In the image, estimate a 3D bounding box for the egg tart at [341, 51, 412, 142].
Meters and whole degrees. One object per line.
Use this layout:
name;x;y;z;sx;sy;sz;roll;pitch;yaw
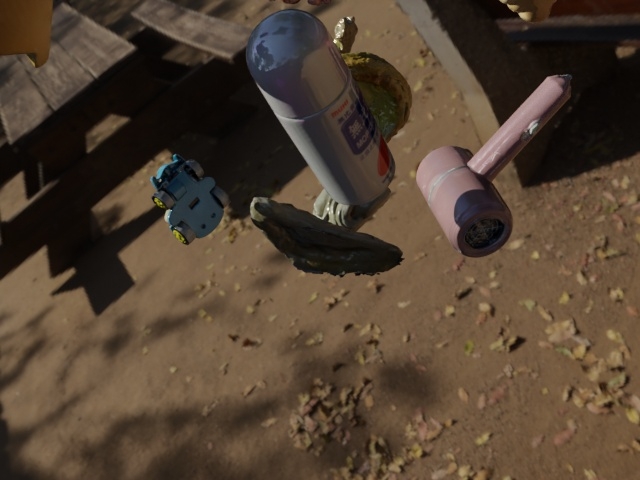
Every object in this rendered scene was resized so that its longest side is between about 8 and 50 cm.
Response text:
egg tart;0.069;-0.326;1.633;0.294;0.294;0.123;-20;47;22

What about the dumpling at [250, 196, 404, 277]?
dumpling;0.002;-0.004;1.466;0.166;0.332;0.086;125;165;-53

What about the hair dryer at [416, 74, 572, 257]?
hair dryer;0.336;-0.155;1.275;0.352;0.125;0.210;-51;33;26

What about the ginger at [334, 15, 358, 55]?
ginger;0.052;-0.481;1.755;0.051;0.173;0.069;31;34;23

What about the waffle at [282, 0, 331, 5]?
waffle;0.000;-0.491;1.149;0.221;0.055;0.234;-6;74;9

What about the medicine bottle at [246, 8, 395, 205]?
medicine bottle;0.002;-0.199;1.062;0.130;0.341;0.130;-14;52;19

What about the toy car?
toy car;-0.266;-0.079;1.328;0.098;0.161;0.126;5;50;50

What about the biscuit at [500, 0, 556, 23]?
biscuit;0.241;-0.372;0.726;0.250;0.160;0.030;-59;24;4

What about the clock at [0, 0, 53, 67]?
clock;-0.482;-0.362;0.845;0.244;0.200;0.317;-14;53;-36

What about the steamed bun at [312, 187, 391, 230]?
steamed bun;0.063;-0.092;1.833;0.211;0.144;0.218;-43;-2;-16
